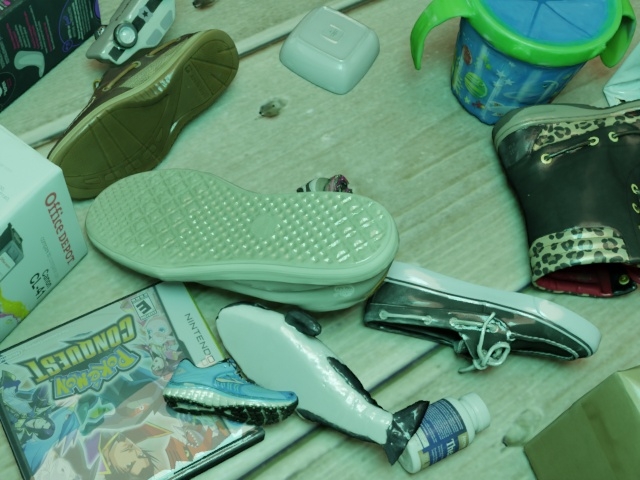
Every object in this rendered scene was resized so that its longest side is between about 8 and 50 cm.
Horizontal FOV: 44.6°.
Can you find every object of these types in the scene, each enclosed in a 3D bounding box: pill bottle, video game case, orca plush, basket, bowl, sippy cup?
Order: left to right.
[{"bbox_3d":[-0.246,0.198,0.968,0.275,0.035,0.248,-24,68,-19],"label":"video game case"},{"bbox_3d":[0.006,0.155,0.987,0.287,0.151,0.102,17,19,24],"label":"orca plush"},{"bbox_3d":[0.017,-0.322,1.279,0.142,0.053,0.142,30,63,10],"label":"bowl"},{"bbox_3d":[0.151,0.238,0.983,0.120,0.067,0.067,-22,67,-18],"label":"pill bottle"},{"bbox_3d":[0.308,-0.304,1.211,0.305,0.224,0.240,28,61,7],"label":"sippy cup"},{"bbox_3d":[0.557,-0.255,1.256,0.103,0.167,0.113,-4,63,-17],"label":"basket"}]

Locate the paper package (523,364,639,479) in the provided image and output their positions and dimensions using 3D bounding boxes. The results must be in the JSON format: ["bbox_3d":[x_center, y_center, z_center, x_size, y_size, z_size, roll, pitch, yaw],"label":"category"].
[{"bbox_3d":[0.402,0.310,0.839,0.168,0.309,0.325,-13,63,-15],"label":"paper package"}]

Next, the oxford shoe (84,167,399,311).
[{"bbox_3d":[-0.110,0.005,1.022,0.449,0.130,0.169,7,60,21],"label":"oxford shoe"}]

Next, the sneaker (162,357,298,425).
[{"bbox_3d":[-0.105,0.175,0.943,0.162,0.063,0.073,11,57,0],"label":"sneaker"}]

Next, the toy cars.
[{"bbox_3d":[-0.257,-0.408,1.240,0.087,0.176,0.393,38,40,-34],"label":"toy cars"}]

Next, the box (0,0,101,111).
[{"bbox_3d":[-0.473,-0.328,1.150,0.143,0.165,0.270,33,62,10],"label":"box"}]

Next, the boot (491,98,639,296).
[{"bbox_3d":[0.457,-0.067,1.150,0.377,0.138,0.284,0,60,-3],"label":"boot"}]

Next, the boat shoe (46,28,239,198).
[{"bbox_3d":[-0.274,-0.197,1.151,0.123,0.123,0.342,25,65,41],"label":"boat shoe"}]

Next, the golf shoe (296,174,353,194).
[{"bbox_3d":[0.000,0.000,1.103,0.086,0.067,0.186,-9,65,27],"label":"golf shoe"}]

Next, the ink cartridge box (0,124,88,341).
[{"bbox_3d":[-0.437,0.040,0.920,0.131,0.226,0.306,34,63,10],"label":"ink cartridge box"}]

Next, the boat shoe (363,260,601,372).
[{"bbox_3d":[0.209,0.119,1.032,0.306,0.113,0.105,18,67,5],"label":"boat shoe"}]
